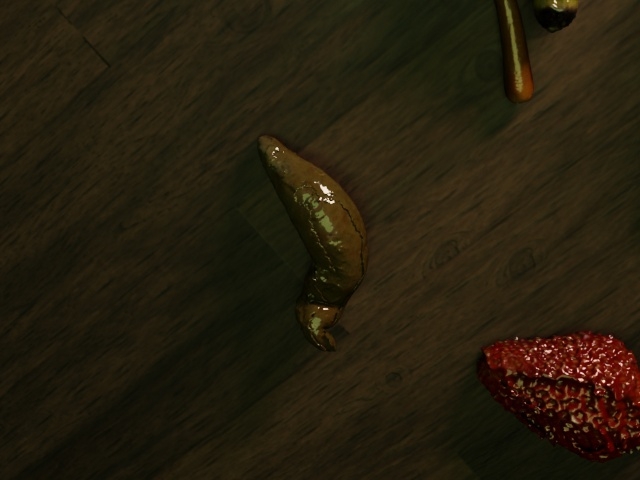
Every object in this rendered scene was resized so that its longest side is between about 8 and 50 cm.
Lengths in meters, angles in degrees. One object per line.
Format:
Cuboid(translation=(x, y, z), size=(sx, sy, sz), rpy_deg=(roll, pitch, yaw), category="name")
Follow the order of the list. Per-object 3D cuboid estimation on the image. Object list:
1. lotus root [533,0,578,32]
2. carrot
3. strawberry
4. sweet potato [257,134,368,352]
Cuboid(translation=(0.276, -0.397, 1.070), size=(0.169, 0.141, 0.314), rpy_deg=(6, 119, 6), category="lotus root")
Cuboid(translation=(0.239, -0.266, 1.178), size=(0.037, 0.037, 0.190), rpy_deg=(-10, 105, 9), category="carrot")
Cuboid(translation=(0.360, 0.224, 1.302), size=(0.286, 0.106, 0.188), rpy_deg=(12, 109, 1), category="strawberry")
Cuboid(translation=(0.004, 0.002, 1.262), size=(0.124, 0.098, 0.310), rpy_deg=(-10, 105, 16), category="sweet potato")
